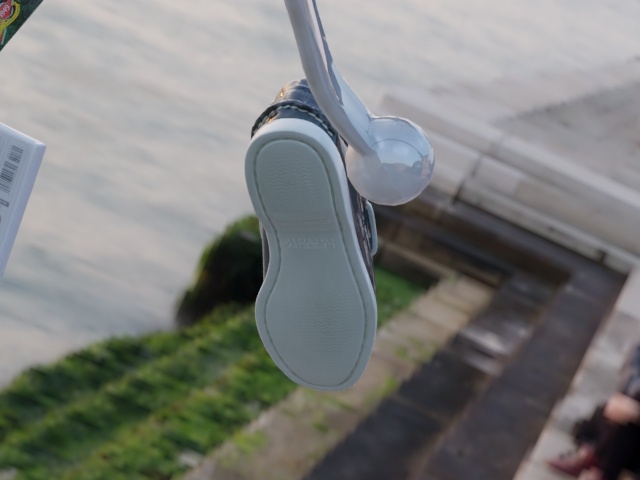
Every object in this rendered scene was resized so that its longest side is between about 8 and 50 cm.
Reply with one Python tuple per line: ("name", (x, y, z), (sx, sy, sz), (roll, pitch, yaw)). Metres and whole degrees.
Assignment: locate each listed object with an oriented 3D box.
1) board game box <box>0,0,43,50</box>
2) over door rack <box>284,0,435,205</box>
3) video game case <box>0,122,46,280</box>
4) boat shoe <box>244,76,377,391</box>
("board game box", (-0.155, -0.236, 1.208), (0.030, 0.260, 0.136), (38, 5, -38))
("over door rack", (0.068, -0.118, 0.511), (0.324, 0.108, 0.239), (4, 42, -1))
("video game case", (-0.216, -0.037, 1.063), (0.122, 0.087, 0.011), (25, 14, 20))
("boat shoe", (0.000, 0.000, 1.648), (0.114, 0.302, 0.091), (7, 41, 10))
